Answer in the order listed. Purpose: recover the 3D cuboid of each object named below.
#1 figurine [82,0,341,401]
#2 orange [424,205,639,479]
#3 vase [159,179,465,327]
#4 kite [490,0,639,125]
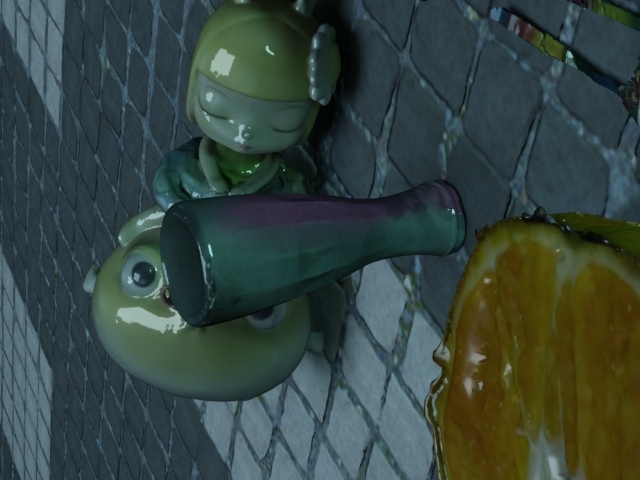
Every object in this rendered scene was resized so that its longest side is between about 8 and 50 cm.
[{"bbox_3d":[-0.078,-0.059,1.180,0.275,0.226,0.394,-86,8,-58],"label":"figurine"},{"bbox_3d":[0.150,0.119,0.629,0.310,0.274,0.274,-20,-78,-74],"label":"orange"},{"bbox_3d":[0.000,0.000,0.945,0.086,0.214,0.086,32,128,56],"label":"vase"},{"bbox_3d":[0.179,-0.123,0.752,0.285,0.015,0.152,45,137,48],"label":"kite"}]
